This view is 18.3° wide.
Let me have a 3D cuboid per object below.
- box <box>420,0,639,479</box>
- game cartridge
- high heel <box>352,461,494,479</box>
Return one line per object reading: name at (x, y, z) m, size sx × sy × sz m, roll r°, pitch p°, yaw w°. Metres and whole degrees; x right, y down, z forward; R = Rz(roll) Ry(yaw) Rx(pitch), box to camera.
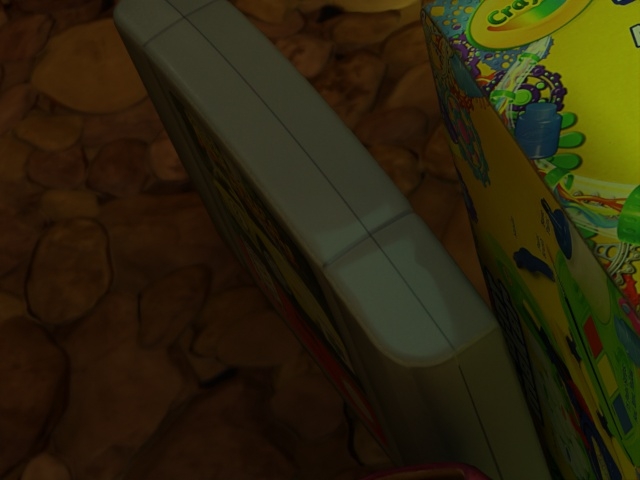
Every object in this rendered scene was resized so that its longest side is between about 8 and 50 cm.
box at (0.191, 0.057, 0.766) m, size 0.177 × 0.290 × 0.279 m, roll -25°, pitch 49°, yaw -6°
game cartridge at (0.000, 0.000, 0.933) m, size 0.060 × 0.196 × 0.294 m, roll -30°, pitch 49°, yaw -11°
high heel at (-0.090, 0.162, 0.829) m, size 0.377 × 0.181 × 0.127 m, roll -12°, pitch 48°, yaw 6°
